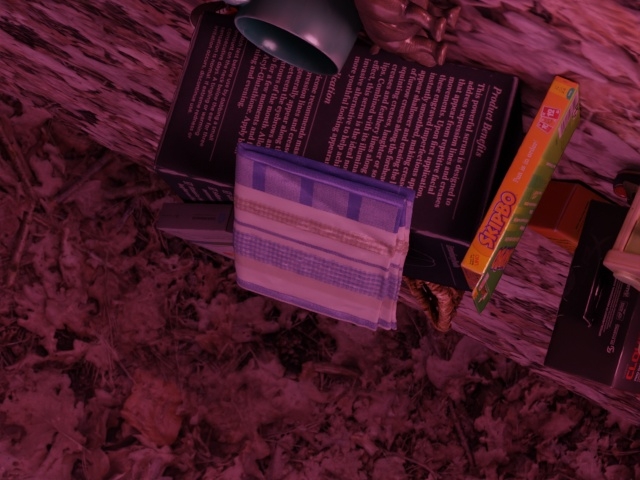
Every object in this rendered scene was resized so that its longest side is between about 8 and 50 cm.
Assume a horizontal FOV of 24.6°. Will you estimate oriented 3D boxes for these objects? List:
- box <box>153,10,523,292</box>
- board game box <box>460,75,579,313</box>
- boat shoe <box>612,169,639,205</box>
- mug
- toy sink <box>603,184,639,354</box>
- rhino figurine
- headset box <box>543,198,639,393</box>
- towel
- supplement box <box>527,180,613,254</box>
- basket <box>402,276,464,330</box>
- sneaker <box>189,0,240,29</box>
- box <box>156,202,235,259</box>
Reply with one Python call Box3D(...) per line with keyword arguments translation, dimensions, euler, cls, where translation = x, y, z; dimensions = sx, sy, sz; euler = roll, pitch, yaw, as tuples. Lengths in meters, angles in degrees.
Box3D(translation=(0.037, -0.101, 1.818), dimensions=(0.395, 0.212, 0.293), euler=(14, 169, 12), cls="box")
Box3D(translation=(0.221, -0.047, 1.635), dimensions=(0.039, 0.259, 0.124), euler=(23, 171, 15), cls="board game box")
Box3D(translation=(0.397, -0.058, 1.799), dimensions=(0.049, 0.043, 0.137), euler=(26, 173, -19), cls="boat shoe")
Box3D(translation=(-0.022, -0.259, 1.598), dimensions=(0.129, 0.097, 0.158), euler=(20, 170, 32), cls="mug")
Box3D(translation=(0.409, 0.016, 1.567), dimensions=(0.131, 0.234, 0.153), euler=(31, 170, -38), cls="toy sink")
Box3D(translation=(0.088, -0.231, 1.538), dimensions=(0.106, 0.073, 0.243), euler=(20, 172, 8), cls="rhino figurine")
Box3D(translation=(0.410, 0.082, 1.834), dimensions=(0.110, 0.218, 0.293), euler=(16, 180, 44), cls="headset box")
Box3D(translation=(0.000, 0.000, 1.680), dimensions=(0.209, 0.034, 0.285), euler=(16, 147, 8), cls="towel")
Box3D(translation=(0.404, 0.002, 2.029), dimensions=(0.233, 0.080, 0.078), euler=(27, 174, -24), cls="supplement box")
Box3D(translation=(0.139, -0.017, 2.185), dimensions=(0.213, 0.223, 0.299), euler=(24, 172, 8), cls="basket")
Box3D(translation=(-0.102, -0.287, 1.830), dimensions=(0.158, 0.061, 0.065), euler=(9, 153, 31), cls="sneaker")
Box3D(translation=(-0.090, 0.000, 1.845), dimensions=(0.186, 0.038, 0.145), euler=(23, 167, -40), cls="box")
